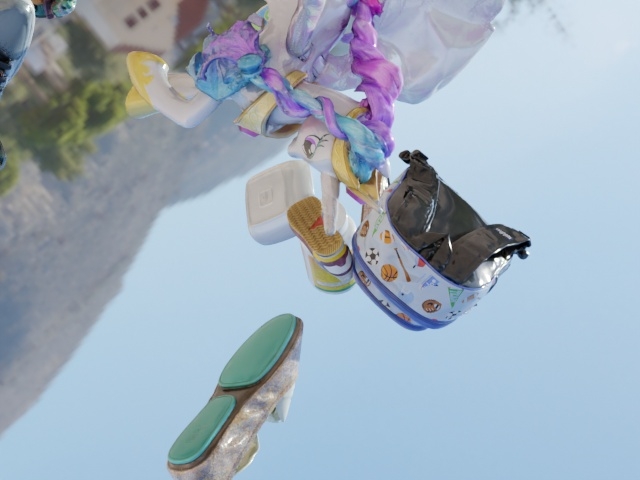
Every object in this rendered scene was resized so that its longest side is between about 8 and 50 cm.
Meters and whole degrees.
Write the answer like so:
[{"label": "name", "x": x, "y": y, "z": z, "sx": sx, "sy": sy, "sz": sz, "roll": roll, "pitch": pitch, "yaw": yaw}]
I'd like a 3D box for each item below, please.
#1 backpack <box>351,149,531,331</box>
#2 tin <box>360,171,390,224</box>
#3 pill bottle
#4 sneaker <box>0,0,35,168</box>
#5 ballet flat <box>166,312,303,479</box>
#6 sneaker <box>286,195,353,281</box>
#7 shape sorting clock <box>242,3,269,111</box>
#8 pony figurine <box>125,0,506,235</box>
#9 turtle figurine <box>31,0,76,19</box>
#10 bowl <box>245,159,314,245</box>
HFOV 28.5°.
[{"label": "backpack", "x": 0.168, "y": 0.019, "z": 2.041, "sx": 0.213, "sy": 0.276, "sz": 0.263, "roll": -54, "pitch": 173, "yaw": 23}, {"label": "tin", "x": 0.099, "y": -0.036, "z": 2.252, "sx": 0.040, "sy": 0.106, "sz": 0.190, "roll": 2, "pitch": -116, "yaw": 10}, {"label": "pill bottle", "x": 0.020, "y": 0.010, "z": 2.523, "sx": 0.117, "sy": 0.208, "sz": 0.118, "roll": -4, "pitch": -124, "yaw": 6}, {"label": "sneaker", "x": -0.473, "y": -0.190, "z": 1.719, "sx": 0.295, "sy": 0.123, "sz": 0.178, "roll": -53, "pitch": -141, "yaw": 25}, {"label": "ballet flat", "x": -0.105, "y": 0.238, "z": 1.763, "sx": 0.107, "sy": 0.106, "sz": 0.316, "roll": -2, "pitch": -143, "yaw": 42}, {"label": "sneaker", "x": 0.000, "y": 0.000, "z": 2.061, "sx": 0.069, "sy": 0.084, "sz": 0.185, "roll": -27, "pitch": -144, "yaw": -2}, {"label": "shape sorting clock", "x": -0.073, "y": -0.287, "z": 2.029, "sx": 0.040, "sy": 0.206, "sz": 0.206, "roll": 6, "pitch": 159, "yaw": -43}, {"label": "pony figurine", "x": -0.007, "y": -0.209, "z": 1.225, "sx": 0.363, "sy": 0.303, "sz": 0.351, "roll": 27, "pitch": -97, "yaw": 36}, {"label": "turtle figurine", "x": -0.444, "y": -0.400, "z": 1.990, "sx": 0.234, "sy": 0.175, "sz": 0.118, "roll": -33, "pitch": 154, "yaw": -22}, {"label": "bowl", "x": -0.081, "y": -0.071, "z": 2.253, "sx": 0.142, "sy": 0.053, "sz": 0.142, "roll": -21, "pitch": -115, "yaw": 36}]
